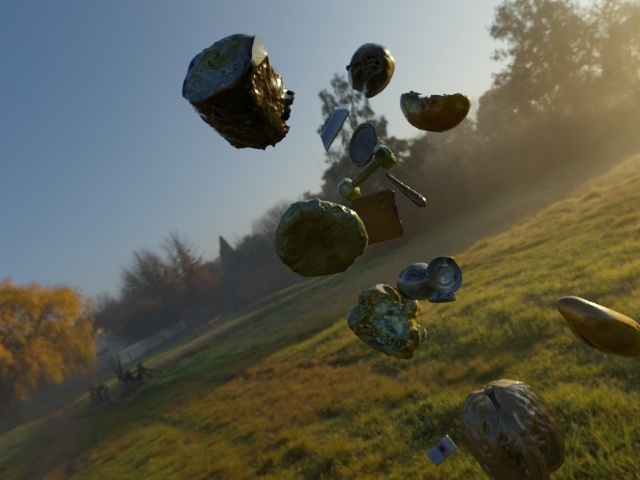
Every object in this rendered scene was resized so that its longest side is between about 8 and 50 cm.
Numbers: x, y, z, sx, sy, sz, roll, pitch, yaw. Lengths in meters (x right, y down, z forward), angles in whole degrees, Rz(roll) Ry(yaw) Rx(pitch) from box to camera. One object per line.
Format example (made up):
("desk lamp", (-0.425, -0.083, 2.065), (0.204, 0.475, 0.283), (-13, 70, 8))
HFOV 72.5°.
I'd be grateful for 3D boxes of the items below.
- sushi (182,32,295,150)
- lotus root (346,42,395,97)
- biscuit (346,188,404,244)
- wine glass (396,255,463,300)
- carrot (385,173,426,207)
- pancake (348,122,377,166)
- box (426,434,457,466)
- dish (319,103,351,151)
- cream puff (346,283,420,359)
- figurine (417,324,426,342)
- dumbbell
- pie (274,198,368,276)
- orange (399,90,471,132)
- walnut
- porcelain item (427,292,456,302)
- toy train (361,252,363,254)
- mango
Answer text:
("sushi", (-0.263, -0.475, 1.408), (0.294, 0.299, 0.281), (41, -107, -55))
("lotus root", (0.138, -0.468, 1.207), (0.123, 0.124, 0.241), (-51, 5, 9))
("biscuit", (0.236, -0.097, 1.956), (0.237, 0.232, 0.013), (-14, 16, 10))
("wine glass", (0.334, 0.126, 1.384), (0.126, 0.126, 0.241), (-27, -6, -19))
("carrot", (0.378, -0.229, 1.957), (0.049, 0.254, 0.049), (-32, -31, -23))
("pancake", (0.180, -0.409, 1.872), (0.021, 0.199, 0.199), (4, -18, -31))
("box", (0.364, 0.631, 1.309), (0.083, 0.012, 0.046), (-42, 43, -1))
("dish", (0.066, -0.601, 2.265), (0.243, 0.080, 0.182), (-59, 11, 26))
("cream puff", (0.288, 0.337, 1.848), (0.269, 0.323, 0.274), (-57, -7, -23))
("figurine", (0.516, 0.501, 2.301), (0.086, 0.082, 0.094), (-62, -12, -54))
("dumbbell", (0.216, -0.316, 2.054), (0.302, 0.121, 0.108), (-41, -10, 16))
("pie", (0.000, 0.000, 1.339), (0.306, 0.306, 0.071), (-28, 35, 16))
("orange", (0.527, -0.616, 2.065), (0.335, 0.196, 0.262), (25, 6, 38))
("walnut", (0.476, 0.480, 1.085), (0.224, 0.257, 0.257), (-29, -1, 6))
("porcelain item", (0.622, 0.258, 2.251), (0.147, 0.114, 0.147), (-2, -17, 0))
("toy train", (0.171, -0.007, 2.588), (0.145, 0.201, 0.266), (5, 1, -22))
("mango", (0.788, 0.249, 1.224), (0.120, 0.295, 0.177), (-69, 21, 3))
